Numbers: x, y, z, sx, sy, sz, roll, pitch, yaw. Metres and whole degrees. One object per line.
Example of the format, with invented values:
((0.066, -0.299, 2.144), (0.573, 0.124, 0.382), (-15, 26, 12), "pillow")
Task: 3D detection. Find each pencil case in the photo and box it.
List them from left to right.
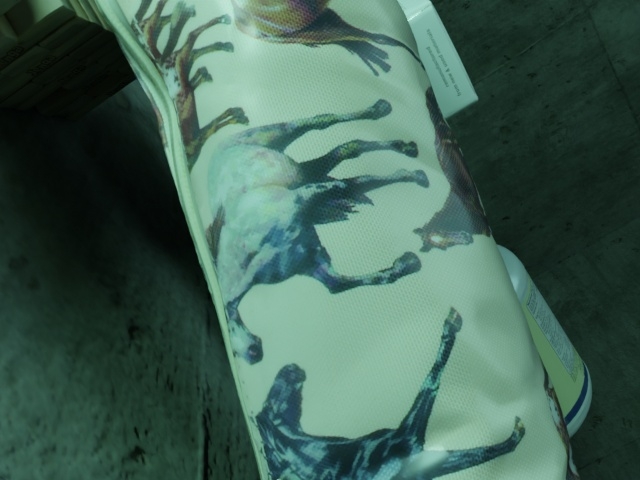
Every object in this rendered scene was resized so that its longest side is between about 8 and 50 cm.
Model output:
((0.000, 0.000, 0.400), (0.160, 0.184, 0.410), (-33, -106, 58), "pencil case")

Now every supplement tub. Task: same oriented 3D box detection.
((0.236, 0.152, 1.093), (0.325, 0.235, 0.235), (53, 12, -21), "supplement tub")

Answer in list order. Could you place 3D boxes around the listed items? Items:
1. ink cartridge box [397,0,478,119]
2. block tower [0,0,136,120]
((-0.004, -0.155, 0.787), (0.117, 0.283, 0.207), (56, 10, -28), "ink cartridge box")
((-0.197, -0.134, 0.375), (0.091, 0.097, 0.335), (57, 9, 1), "block tower")
